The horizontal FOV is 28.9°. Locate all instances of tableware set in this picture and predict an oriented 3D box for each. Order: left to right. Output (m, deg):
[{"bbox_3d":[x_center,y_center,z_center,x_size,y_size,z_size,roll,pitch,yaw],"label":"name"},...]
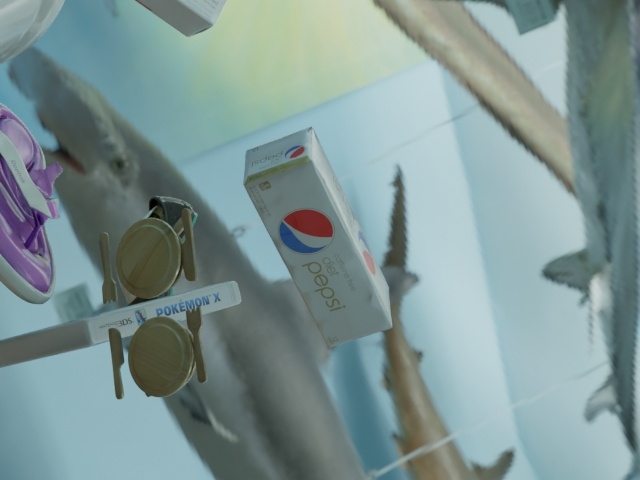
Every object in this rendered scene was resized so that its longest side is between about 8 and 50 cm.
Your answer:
[{"bbox_3d":[-0.172,0.072,1.339,0.128,0.039,0.194,-14,-102,29],"label":"tableware set"}]

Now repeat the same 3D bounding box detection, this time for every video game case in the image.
[{"bbox_3d":[-0.316,0.120,1.604,0.329,0.300,0.036,-14,-91,32],"label":"video game case"}]

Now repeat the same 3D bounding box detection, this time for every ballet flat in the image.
[{"bbox_3d":[-0.282,0.037,2.040,0.096,0.280,0.095,30,-46,-21],"label":"ballet flat"}]

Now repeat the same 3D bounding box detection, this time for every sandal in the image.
[{"bbox_3d":[-0.380,-0.081,1.550,0.169,0.102,0.416,45,11,-35],"label":"sandal"}]

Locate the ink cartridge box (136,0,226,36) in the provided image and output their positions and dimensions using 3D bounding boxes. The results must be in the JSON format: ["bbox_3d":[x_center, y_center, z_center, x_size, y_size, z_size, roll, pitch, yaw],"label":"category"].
[{"bbox_3d":[-0.192,-0.439,1.835,0.158,0.218,0.092,32,-20,-27],"label":"ink cartridge box"}]

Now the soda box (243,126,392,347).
[{"bbox_3d":[0.000,0.000,1.226,0.069,0.074,0.216,-90,158,-56],"label":"soda box"}]

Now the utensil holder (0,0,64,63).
[{"bbox_3d":[-0.449,-0.243,1.060,0.327,0.385,0.328,10,-60,18],"label":"utensil holder"}]
